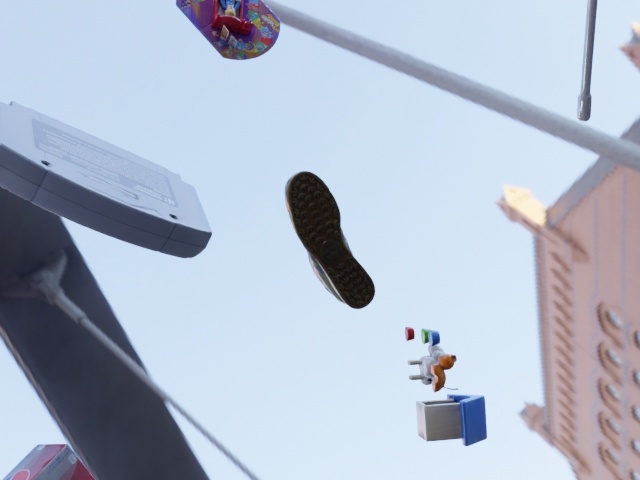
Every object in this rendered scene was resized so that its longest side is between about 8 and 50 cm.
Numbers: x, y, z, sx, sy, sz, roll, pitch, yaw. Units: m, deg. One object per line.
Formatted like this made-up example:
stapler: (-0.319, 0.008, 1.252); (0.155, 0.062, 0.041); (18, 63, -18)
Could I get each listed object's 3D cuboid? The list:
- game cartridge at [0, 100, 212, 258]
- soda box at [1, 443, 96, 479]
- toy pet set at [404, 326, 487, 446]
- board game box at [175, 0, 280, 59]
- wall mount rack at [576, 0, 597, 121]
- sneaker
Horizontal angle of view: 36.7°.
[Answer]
game cartridge: (-0.285, -0.075, 1.241); (0.294, 0.196, 0.060); (24, -75, -28)
soda box: (-0.427, 0.394, 1.301); (0.263, 0.092, 0.083); (-48, -65, -39)
toy pet set: (0.127, 0.137, 0.926); (0.065, 0.122, 0.114); (-4, -92, -6)
board game box: (-0.136, -0.359, 1.492); (0.133, 0.168, 0.033); (-38, -5, -32)
wall mount rack: (0.433, -0.319, 1.238); (0.350, 0.304, 0.130); (-3, -16, 0)
sneaker: (0.000, 0.000, 1.246); (0.064, 0.086, 0.192); (-31, -78, -14)
